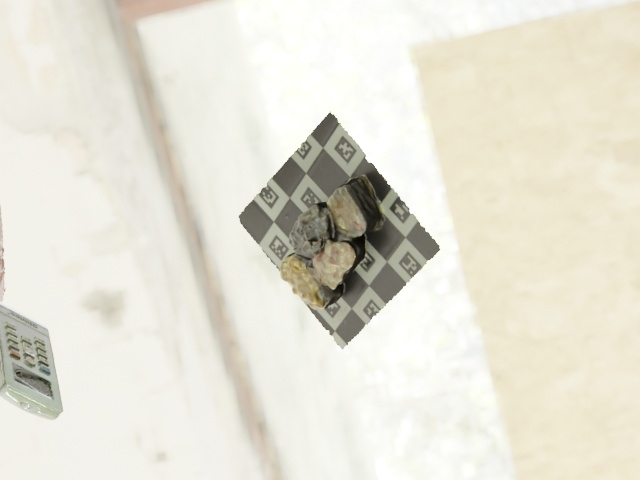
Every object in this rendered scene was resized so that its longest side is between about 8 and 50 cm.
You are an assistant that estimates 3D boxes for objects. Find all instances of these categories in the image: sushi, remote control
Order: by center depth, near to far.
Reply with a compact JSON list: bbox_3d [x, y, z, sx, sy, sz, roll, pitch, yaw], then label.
[{"bbox_3d":[-0.269,0.107,1.608,0.065,0.029,0.166,32,-164,-27],"label":"remote control"},{"bbox_3d":[0.000,0.000,1.890,0.050,0.215,0.192,-29,-104,-44],"label":"sushi"}]

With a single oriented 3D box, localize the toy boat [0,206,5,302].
[{"bbox_3d":[-0.421,0.028,1.887,0.145,0.133,0.332,43,146,24],"label":"toy boat"}]
